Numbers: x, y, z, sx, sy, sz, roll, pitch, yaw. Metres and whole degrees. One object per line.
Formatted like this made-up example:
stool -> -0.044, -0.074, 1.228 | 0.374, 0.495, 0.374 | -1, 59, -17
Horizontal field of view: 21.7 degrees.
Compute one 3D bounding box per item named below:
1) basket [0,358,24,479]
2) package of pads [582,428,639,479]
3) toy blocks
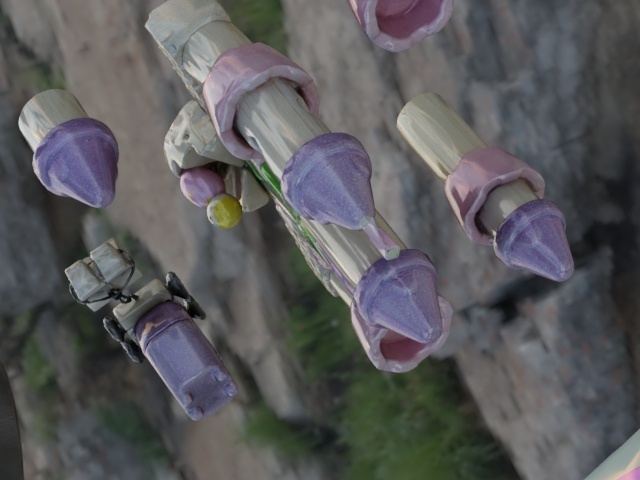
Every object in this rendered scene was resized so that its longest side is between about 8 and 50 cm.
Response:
basket -> -0.303, 0.139, 1.000 | 0.154, 0.227, 0.204 | -135, 44, -57
package of pads -> 0.065, 0.214, 0.432 | 0.101, 0.296, 0.229 | 27, 133, -14
toy blocks -> 0.000, 0.000, 1.051 | 0.260, 0.309, 0.288 | 52, 177, 39
